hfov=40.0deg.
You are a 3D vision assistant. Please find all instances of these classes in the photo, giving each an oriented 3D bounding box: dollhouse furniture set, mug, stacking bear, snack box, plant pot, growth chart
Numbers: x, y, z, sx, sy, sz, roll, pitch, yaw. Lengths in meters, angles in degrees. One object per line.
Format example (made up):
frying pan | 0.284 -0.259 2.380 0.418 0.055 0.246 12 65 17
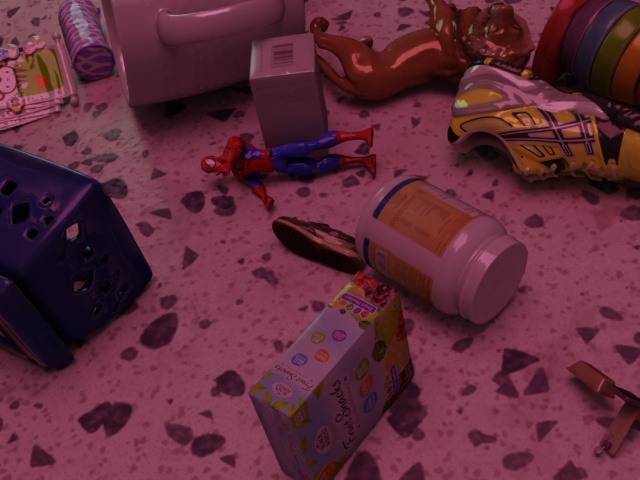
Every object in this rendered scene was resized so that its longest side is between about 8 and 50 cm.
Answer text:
dollhouse furniture set | 0.345 0.209 1.068 0.081 0.091 0.114 -63 28 9
mug | -0.191 -0.387 1.507 0.328 0.276 0.374 -14 20 -13
stacking bear | 0.505 -0.279 1.389 0.175 0.164 0.289 -39 57 -23
snack box | 0.022 0.171 1.052 0.070 0.174 0.207 25 58 33
plant pot | -0.414 0.029 1.233 0.236 0.236 0.212 20 60 26
growth chart | -0.572 -0.285 1.636 0.237 0.021 0.172 -25 82 -12

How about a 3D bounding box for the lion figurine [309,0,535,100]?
lion figurine | 0.156 -0.319 1.519 0.392 0.142 0.240 -22 53 12

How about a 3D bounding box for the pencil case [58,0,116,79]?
pencil case | -0.460 -0.399 1.732 0.088 0.086 0.206 -3 44 -24

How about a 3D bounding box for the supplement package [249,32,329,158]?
supplement package | -0.048 -0.228 1.424 0.105 0.179 0.105 -7 47 5

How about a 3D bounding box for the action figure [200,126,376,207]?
action figure | -0.058 -0.109 1.377 0.280 0.091 0.139 -2 39 9

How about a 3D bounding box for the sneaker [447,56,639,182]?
sneaker | 0.372 -0.143 1.323 0.384 0.145 0.147 25 88 26

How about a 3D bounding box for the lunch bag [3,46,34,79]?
lunch bag | -0.580 -0.327 1.696 0.067 0.065 0.098 -24 48 -11

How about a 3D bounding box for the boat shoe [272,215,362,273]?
boat shoe | 0.000 0.000 1.299 0.152 0.056 0.049 27 52 19

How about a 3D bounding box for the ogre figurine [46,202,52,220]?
ogre figurine | -0.533 -0.025 1.395 0.118 0.097 0.197 38 75 23

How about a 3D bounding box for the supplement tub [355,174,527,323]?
supplement tub | 0.162 0.012 1.190 0.199 0.144 0.144 33 61 33
